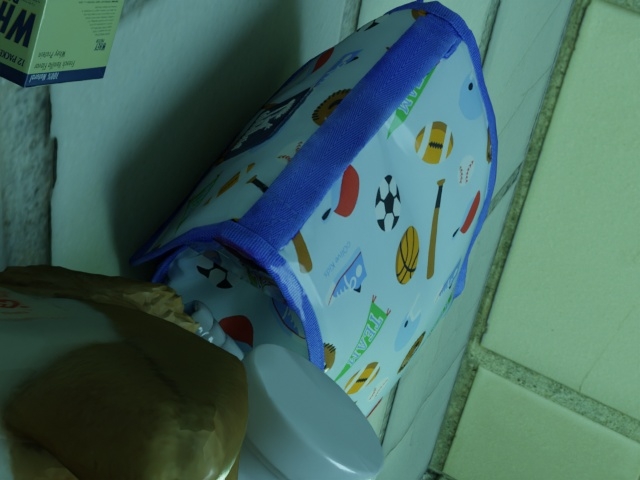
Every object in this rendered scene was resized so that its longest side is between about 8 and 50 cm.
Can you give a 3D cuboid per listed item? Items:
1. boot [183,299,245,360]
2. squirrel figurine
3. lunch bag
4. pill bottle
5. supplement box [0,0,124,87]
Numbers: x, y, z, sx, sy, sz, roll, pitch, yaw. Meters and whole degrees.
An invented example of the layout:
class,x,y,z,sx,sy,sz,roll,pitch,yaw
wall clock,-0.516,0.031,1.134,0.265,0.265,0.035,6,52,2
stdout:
class,x,y,z,sx,sy,sz,roll,pitch,yaw
boot,-0.177,0.140,0.958,0.258,0.123,0.095,-28,-159,5
squirrel figurine,-0.188,0.210,0.671,0.397,0.281,0.370,-63,162,-82
lunch bag,0.000,0.000,1.090,0.328,0.239,0.385,-51,166,-30
pill bottle,-0.087,0.207,0.865,0.264,0.153,0.153,-46,167,16
supplement box,-0.163,-0.142,0.709,0.083,0.056,0.083,-26,138,-63
